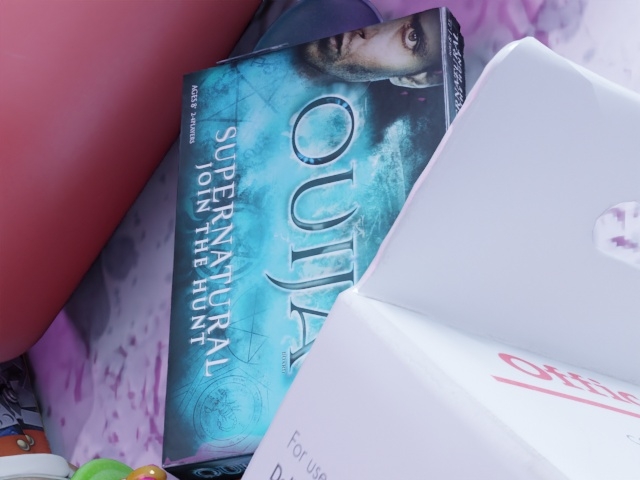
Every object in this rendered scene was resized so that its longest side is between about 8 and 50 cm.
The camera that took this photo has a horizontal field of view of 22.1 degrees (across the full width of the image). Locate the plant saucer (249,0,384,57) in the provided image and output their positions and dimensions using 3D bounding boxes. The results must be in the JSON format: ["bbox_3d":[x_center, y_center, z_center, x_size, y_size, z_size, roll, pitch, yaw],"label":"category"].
[{"bbox_3d":[-0.001,-0.056,0.752,0.119,0.021,0.119,-21,60,44],"label":"plant saucer"}]

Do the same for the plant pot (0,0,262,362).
[{"bbox_3d":[-0.168,-0.116,0.806,0.243,0.275,0.275,-46,44,16],"label":"plant pot"}]

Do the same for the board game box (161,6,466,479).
[{"bbox_3d":[0.000,0.000,0.662,0.126,0.026,0.186,-13,59,21],"label":"board game box"}]

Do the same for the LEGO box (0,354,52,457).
[{"bbox_3d":[-0.391,0.177,0.993,0.500,0.193,0.372,-52,42,24],"label":"LEGO box"}]

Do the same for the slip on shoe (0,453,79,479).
[{"bbox_3d":[-0.133,0.126,0.757,0.051,0.135,0.041,-13,72,15],"label":"slip on shoe"}]

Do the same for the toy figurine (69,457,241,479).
[{"bbox_3d":[-0.037,0.139,0.675,0.159,0.130,0.173,-25,32,27],"label":"toy figurine"}]

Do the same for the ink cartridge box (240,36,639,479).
[{"bbox_3d":[0.062,0.147,0.445,0.119,0.207,0.353,42,109,51],"label":"ink cartridge box"}]
